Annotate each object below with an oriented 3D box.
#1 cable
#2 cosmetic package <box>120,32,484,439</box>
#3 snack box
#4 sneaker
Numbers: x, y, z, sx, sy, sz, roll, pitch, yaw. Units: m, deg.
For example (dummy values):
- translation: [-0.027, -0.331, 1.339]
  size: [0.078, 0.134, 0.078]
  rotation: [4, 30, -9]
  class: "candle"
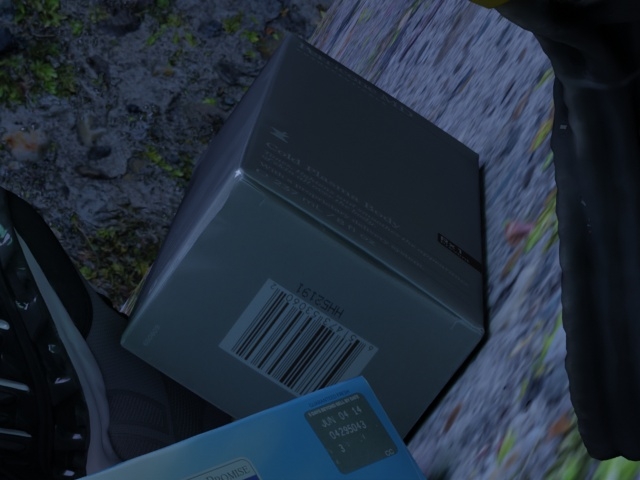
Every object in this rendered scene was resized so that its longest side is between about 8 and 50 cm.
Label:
- translation: [0.046, -0.063, 0.397]
  size: [0.287, 0.072, 0.139]
  rotation: [75, -164, -54]
  class: "cable"
- translation: [0.000, 0.000, 0.839]
  size: [0.107, 0.127, 0.238]
  rotation: [-54, 10, 22]
  class: "cosmetic package"
- translation: [-0.110, 0.178, 0.716]
  size: [0.187, 0.060, 0.322]
  rotation: [-16, -24, -42]
  class: "snack box"
- translation: [-0.102, 0.071, 0.819]
  size: [0.100, 0.271, 0.108]
  rotation: [7, 49, 31]
  class: "sneaker"
